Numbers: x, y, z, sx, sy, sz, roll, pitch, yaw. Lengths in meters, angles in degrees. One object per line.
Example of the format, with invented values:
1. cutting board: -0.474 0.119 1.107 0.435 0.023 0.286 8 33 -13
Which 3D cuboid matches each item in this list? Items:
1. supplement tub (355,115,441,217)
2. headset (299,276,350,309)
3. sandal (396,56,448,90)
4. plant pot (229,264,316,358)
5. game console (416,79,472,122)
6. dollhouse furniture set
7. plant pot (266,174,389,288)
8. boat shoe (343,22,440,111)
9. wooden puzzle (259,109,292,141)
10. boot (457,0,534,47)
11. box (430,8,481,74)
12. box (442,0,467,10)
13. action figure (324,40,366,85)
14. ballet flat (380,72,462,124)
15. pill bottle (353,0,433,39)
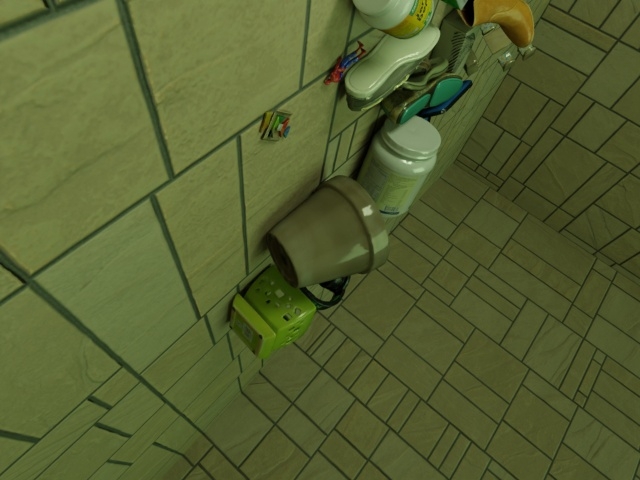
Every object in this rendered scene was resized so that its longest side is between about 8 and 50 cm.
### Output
1. supplement tub: 0.270 -0.264 1.510 0.235 0.235 0.324 -41 162 -36
2. headset: -0.005 0.103 1.645 0.185 0.243 0.394 -32 -160 40
3. sandal: 0.278 -0.507 1.242 0.303 0.120 0.086 -42 135 -38
4. plant pot: -0.181 0.262 1.456 0.207 0.227 0.228 -34 158 -36
5. game console: 0.435 -0.461 1.612 0.293 0.250 0.173 -46 122 -36
6. dollhouse furniture set: 0.633 -0.732 1.546 0.242 0.212 0.161 -28 177 22
7. plant pot: 0.000 0.000 1.284 0.281 0.323 0.323 -27 157 -20
8. boat shoe: 0.178 -0.441 1.061 0.305 0.109 0.091 -42 164 -14
9. wooden puzzle: -0.091 -0.242 0.897 0.116 0.014 0.078 -29 154 -58
10. boot: 0.509 -0.671 1.248 0.211 0.295 0.104 -42 -158 -21
11. box: 0.439 -0.631 1.415 0.113 0.094 0.275 -47 165 -17
12. box: 0.297 -0.649 0.866 0.231 0.127 0.262 -58 164 23
13. action figure: 0.051 -0.392 0.941 0.115 0.030 0.038 -47 161 4
14. ballet flat: 0.327 -0.485 1.365 0.349 0.123 0.123 -34 159 -28
15. pill bottle: 0.143 -0.476 0.833 0.208 0.118 0.117 -27 152 -57
